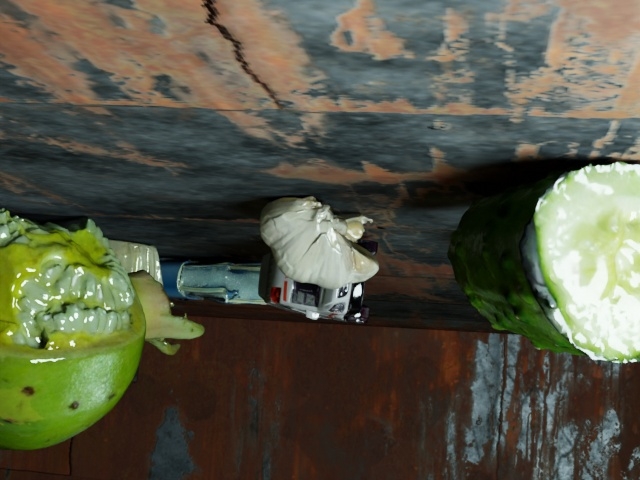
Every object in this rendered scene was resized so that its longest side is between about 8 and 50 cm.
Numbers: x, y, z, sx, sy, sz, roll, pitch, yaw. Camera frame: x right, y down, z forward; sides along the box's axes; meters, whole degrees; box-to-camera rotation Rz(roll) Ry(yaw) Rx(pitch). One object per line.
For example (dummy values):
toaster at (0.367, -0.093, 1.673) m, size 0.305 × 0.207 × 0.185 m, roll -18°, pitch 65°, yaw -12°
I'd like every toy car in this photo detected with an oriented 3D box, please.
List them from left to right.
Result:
toy car at (-0.005, 0.041, 1.281) m, size 0.108 × 0.089 × 0.210 m, roll 10°, pitch 176°, yaw -8°

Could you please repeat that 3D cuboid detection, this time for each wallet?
wallet at (-0.168, 0.054, 1.599) m, size 0.202 × 0.059 × 0.141 m, roll 2°, pitch 180°, yaw 31°

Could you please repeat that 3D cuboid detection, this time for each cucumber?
cucumber at (0.157, 0.012, 0.850) m, size 0.134 × 0.134 × 0.244 m, roll 5°, pitch 177°, yaw -14°

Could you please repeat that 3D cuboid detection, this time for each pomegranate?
pomegranate at (-0.280, 0.088, 1.225) m, size 0.341 × 0.260 × 0.260 m, roll 5°, pitch 174°, yaw -39°

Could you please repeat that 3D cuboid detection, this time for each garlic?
garlic at (-0.001, 0.003, 1.017) m, size 0.113 × 0.074 × 0.094 m, roll 20°, pitch -179°, yaw -5°

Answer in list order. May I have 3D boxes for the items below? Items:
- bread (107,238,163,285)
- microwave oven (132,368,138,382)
bread at (-0.310, 0.055, 1.462) m, size 0.210 × 0.109 × 0.192 m, roll 7°, pitch 174°, yaw -29°
microwave oven at (-0.422, 0.136, 1.912) m, size 0.188 × 0.178 × 0.247 m, roll 11°, pitch 171°, yaw -36°
